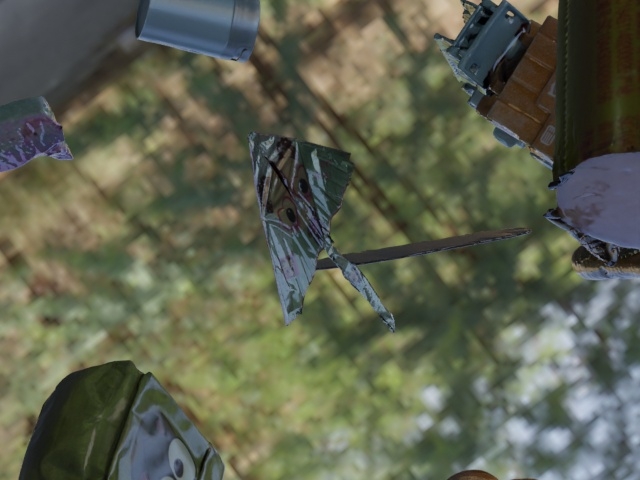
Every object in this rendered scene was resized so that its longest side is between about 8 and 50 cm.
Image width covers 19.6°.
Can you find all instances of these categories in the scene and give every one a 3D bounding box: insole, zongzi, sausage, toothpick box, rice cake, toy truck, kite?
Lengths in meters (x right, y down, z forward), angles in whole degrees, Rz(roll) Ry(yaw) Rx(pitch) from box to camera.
[{"bbox_3d":[0.109,0.011,2.182,0.328,0.007,0.111,-10,-172,-27],"label":"insole"},{"bbox_3d":[0.295,-0.025,1.967,0.073,0.083,0.067,-51,-174,24],"label":"zongzi"},{"bbox_3d":[0.211,-0.143,1.229,0.125,0.317,0.117,0,145,6],"label":"sausage"},{"bbox_3d":[-0.091,-0.165,1.370,0.052,0.083,0.052,-169,-90,-74],"label":"toothpick box"},{"bbox_3d":[-0.349,-0.052,1.567,0.290,0.051,0.081,-16,140,5],"label":"rice cake"},{"bbox_3d":[0.210,-0.156,1.825,0.133,0.184,0.338,-59,173,5],"label":"toy truck"},{"bbox_3d":[0.001,0.000,1.614,0.012,0.250,0.229,-17,-144,32],"label":"kite"}]

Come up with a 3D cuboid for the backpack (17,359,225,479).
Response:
[{"bbox_3d":[-0.161,0.242,1.584,0.140,0.253,0.207,-16,-144,26],"label":"backpack"}]

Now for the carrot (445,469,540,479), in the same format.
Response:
[{"bbox_3d":[0.123,0.202,1.369,0.066,0.062,0.271,3,174,-1],"label":"carrot"}]

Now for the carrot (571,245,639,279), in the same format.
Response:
[{"bbox_3d":[0.367,0.028,2.147,0.049,0.049,0.254,-37,-163,-19],"label":"carrot"}]
